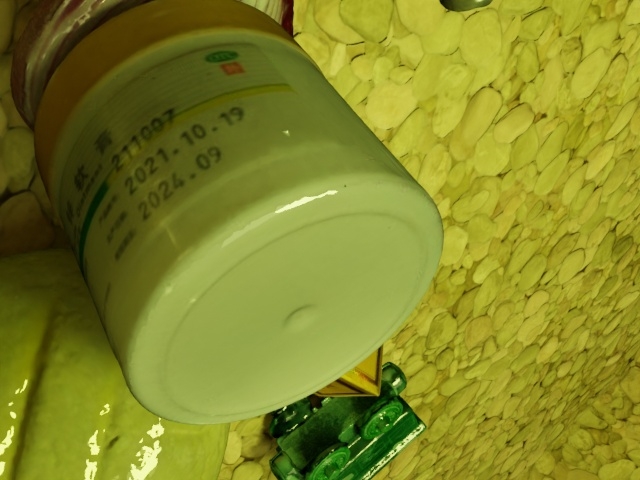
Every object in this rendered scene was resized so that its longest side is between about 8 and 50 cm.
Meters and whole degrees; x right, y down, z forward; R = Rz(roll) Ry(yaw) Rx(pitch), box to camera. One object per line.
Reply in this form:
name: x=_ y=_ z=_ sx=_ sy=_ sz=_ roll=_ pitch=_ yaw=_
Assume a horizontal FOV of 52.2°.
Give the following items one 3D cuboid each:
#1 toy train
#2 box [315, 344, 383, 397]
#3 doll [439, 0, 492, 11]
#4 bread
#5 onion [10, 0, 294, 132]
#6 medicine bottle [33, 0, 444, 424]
toy train: x=0.038 y=0.314 z=1.095 sx=0.266 sy=0.145 sz=0.202 roll=-38 pitch=142 yaw=-11
box: x=0.000 y=0.000 z=0.716 sx=0.193 sy=0.084 sz=0.301 roll=40 pitch=49 yaw=-49
doll: x=0.160 y=-0.400 z=0.534 sx=0.252 sy=0.382 sz=0.378 roll=41 pitch=70 yaw=-12
bread: x=-0.242 y=0.168 z=0.604 sx=0.320 sy=0.320 sz=0.237 roll=-45 pitch=160 yaw=-4
onion: x=-0.122 y=-0.183 z=0.560 sx=0.283 sy=0.120 sz=0.227 roll=-44 pitch=148 yaw=14
medicine bottle: x=-0.066 y=-0.023 z=0.489 sx=0.238 sy=0.232 sz=0.238 roll=-22 pitch=143 yaw=-18
